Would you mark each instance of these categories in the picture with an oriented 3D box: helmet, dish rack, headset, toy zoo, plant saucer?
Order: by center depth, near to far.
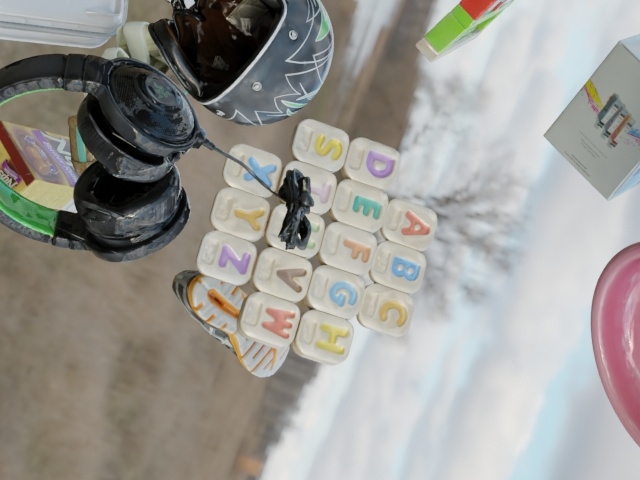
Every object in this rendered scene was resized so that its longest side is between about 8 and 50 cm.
[{"bbox_3d":[-0.066,-0.191,1.448,0.169,0.161,0.169,-42,173,-6],"label":"helmet"},{"bbox_3d":[-0.205,-0.069,1.666,0.185,0.394,0.243,-91,-170,-48],"label":"headset"},{"bbox_3d":[0.242,-0.320,1.681,0.293,0.030,0.192,-43,178,27],"label":"toy zoo"},{"bbox_3d":[0.480,0.149,1.893,0.332,0.084,0.332,39,-42,47],"label":"plant saucer"},{"bbox_3d":[-0.372,-0.404,1.969,0.333,0.072,0.285,-1,95,-48],"label":"dish rack"}]

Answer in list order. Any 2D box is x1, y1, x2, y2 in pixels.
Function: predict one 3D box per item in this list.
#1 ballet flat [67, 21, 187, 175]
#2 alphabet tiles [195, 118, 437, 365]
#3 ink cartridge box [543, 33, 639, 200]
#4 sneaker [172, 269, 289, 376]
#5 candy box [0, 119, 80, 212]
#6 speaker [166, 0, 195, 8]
[{"bbox_3d":[-0.250,-0.213,1.994,0.342,0.116,0.124,-62,144,-47],"label":"ballet flat"},{"bbox_3d":[0.000,0.000,1.813,0.021,0.278,0.284,150,-43,-69],"label":"alphabet tiles"},{"bbox_3d":[0.407,-0.166,1.939,0.128,0.127,0.176,-23,156,-49],"label":"ink cartridge box"},{"bbox_3d":[-0.116,0.104,1.998,0.083,0.215,0.084,20,-114,48],"label":"sneaker"},{"bbox_3d":[-0.376,-0.099,2.085,0.053,0.109,0.187,-40,159,17],"label":"candy box"},{"bbox_3d":[-0.122,-0.316,1.657,0.136,0.055,0.055,-48,-175,12],"label":"speaker"}]
